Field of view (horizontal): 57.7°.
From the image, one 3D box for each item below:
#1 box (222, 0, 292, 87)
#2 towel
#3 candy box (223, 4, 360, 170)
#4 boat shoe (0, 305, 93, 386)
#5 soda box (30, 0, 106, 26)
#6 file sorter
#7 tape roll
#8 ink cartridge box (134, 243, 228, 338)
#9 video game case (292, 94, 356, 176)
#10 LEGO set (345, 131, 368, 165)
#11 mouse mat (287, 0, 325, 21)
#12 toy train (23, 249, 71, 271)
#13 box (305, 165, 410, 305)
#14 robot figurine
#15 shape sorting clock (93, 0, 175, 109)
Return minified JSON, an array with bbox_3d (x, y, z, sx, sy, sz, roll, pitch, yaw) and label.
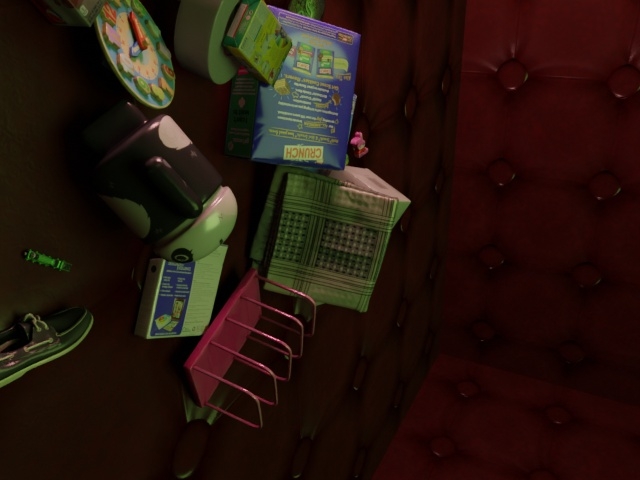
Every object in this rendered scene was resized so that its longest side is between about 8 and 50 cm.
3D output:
[{"bbox_3d":[-0.113,-0.375,1.114,0.105,0.043,0.179,-65,158,-2],"label":"box"},{"bbox_3d":[0.000,0.000,1.421,0.056,0.324,0.312,-77,-178,-74],"label":"towel"},{"bbox_3d":[-0.060,-0.327,1.308,0.268,0.122,0.318,1,98,-39],"label":"candy box"},{"bbox_3d":[-0.436,0.147,0.884,0.206,0.075,0.065,-37,136,-48],"label":"boat shoe"},{"bbox_3d":[-0.329,-0.441,0.845,0.263,0.083,0.092,-69,154,-20],"label":"soda box"},{"bbox_3d":[-0.150,0.257,1.357,0.202,0.182,0.291,93,23,-51],"label":"file sorter"},{"bbox_3d":[-0.185,-0.409,1.084,0.219,0.072,0.219,24,90,-84],"label":"tape roll"},{"bbox_3d":[-0.285,0.097,1.210,0.206,0.045,0.208,16,87,-66],"label":"ink cartridge box"},{"bbox_3d":[-0.026,-0.294,1.492,0.269,0.061,0.245,10,92,-49],"label":"video game case"},{"bbox_3d":[0.033,-0.259,1.677,0.227,0.087,0.093,-38,130,-38],"label":"LEGO set"},{"bbox_3d":[-0.038,-0.580,1.486,0.152,0.007,0.190,43,62,-61],"label":"mouse mat"},{"bbox_3d":[-0.427,0.032,0.912,0.083,0.023,0.017,38,66,-63],"label":"toy train"},{"bbox_3d":[0.056,-0.015,1.581,0.345,0.168,0.215,-57,160,17],"label":"box"},{"bbox_3d":[-0.264,-0.089,0.954,0.278,0.173,0.209,50,23,-18],"label":"robot figurine"},{"bbox_3d":[-0.296,-0.315,0.943,0.206,0.040,0.206,53,28,-44],"label":"shape sorting clock"}]
